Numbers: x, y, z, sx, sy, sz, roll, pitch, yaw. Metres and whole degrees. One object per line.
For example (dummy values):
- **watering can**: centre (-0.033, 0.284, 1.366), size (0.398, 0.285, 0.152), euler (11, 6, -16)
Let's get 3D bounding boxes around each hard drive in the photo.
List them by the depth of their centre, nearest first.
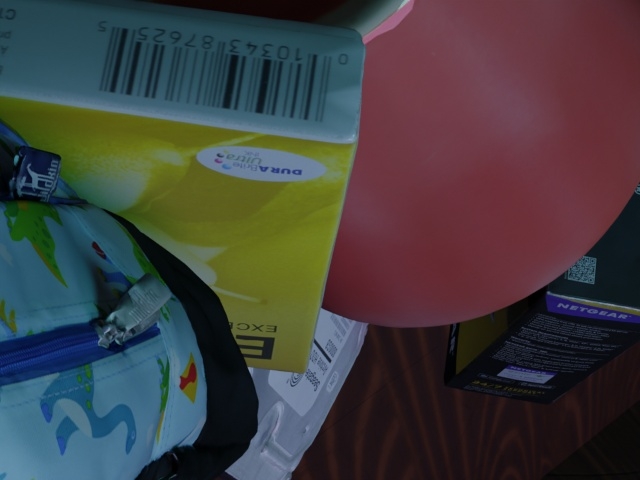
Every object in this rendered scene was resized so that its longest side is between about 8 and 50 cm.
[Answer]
- **hard drive**: centre (0.000, 0.000, 1.111), size (0.339, 0.064, 0.237), euler (-61, 161, -11)

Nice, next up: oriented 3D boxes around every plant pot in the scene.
- **plant pot**: centre (0.023, -0.121, 0.859), size (0.275, 0.275, 0.243), euler (-41, 148, 4)

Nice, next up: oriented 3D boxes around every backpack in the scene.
- **backpack**: centre (-0.205, 0.063, 0.558), size (0.290, 0.273, 0.355), euler (-16, -169, 13)

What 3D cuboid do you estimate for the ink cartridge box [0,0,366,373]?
- **ink cartridge box**: centre (-0.146, -0.006, 0.789), size (0.303, 0.072, 0.307), euler (6, 147, -2)

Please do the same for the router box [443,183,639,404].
- **router box**: centre (0.160, -0.071, 1.061), size (0.081, 0.309, 0.243), euler (10, 161, -6)
